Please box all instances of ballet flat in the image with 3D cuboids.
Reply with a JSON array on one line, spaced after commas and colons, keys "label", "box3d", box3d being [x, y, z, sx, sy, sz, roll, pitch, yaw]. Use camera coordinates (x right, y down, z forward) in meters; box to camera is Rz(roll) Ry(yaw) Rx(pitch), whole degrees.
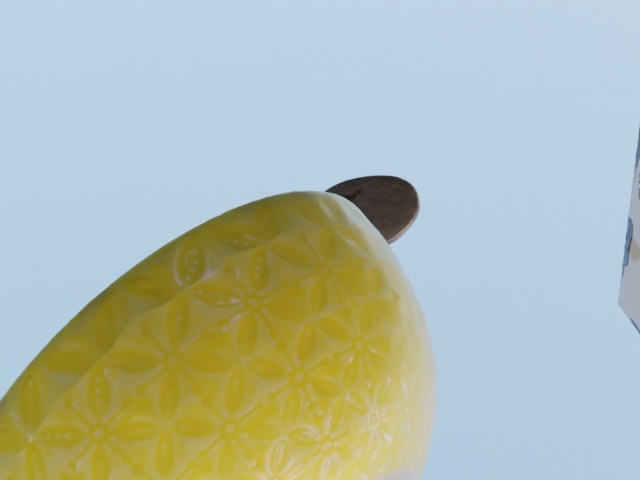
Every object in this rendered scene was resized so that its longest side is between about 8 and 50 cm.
[{"label": "ballet flat", "box3d": [0.000, 0.000, 1.749, 0.058, 0.250, 0.084, 8, -123, -66]}]

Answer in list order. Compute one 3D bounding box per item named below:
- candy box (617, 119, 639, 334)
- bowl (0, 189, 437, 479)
[{"label": "candy box", "box3d": [0.213, 0.038, 0.680, 0.071, 0.159, 0.233, -14, -136, -13]}, {"label": "bowl", "box3d": [-0.033, 0.133, 0.842, 0.289, 0.289, 0.156, -26, -120, -39]}]
